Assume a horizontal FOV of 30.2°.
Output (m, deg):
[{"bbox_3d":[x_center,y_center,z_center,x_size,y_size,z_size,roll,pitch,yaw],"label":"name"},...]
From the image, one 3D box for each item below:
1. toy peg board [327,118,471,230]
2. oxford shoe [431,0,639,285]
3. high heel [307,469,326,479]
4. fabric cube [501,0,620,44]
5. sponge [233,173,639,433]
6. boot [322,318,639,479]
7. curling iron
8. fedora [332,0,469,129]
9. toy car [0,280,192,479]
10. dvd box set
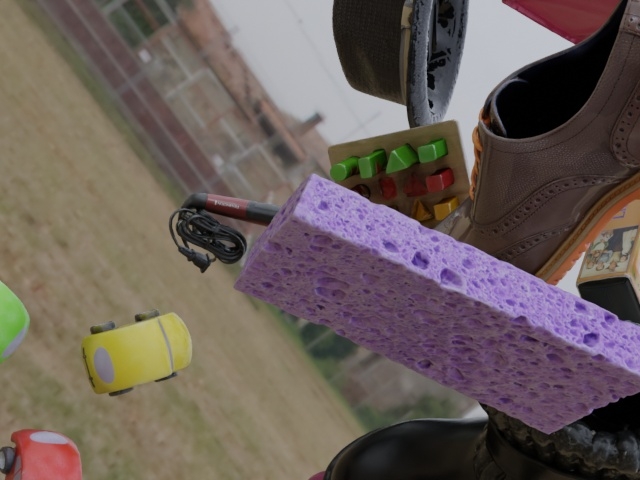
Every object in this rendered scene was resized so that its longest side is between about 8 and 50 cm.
[{"bbox_3d":[0.091,-0.043,1.367,0.079,0.161,0.161,-30,108,-67],"label":"toy peg board"},{"bbox_3d":[0.156,-0.059,0.868,0.132,0.363,0.130,28,50,-17],"label":"oxford shoe"},{"bbox_3d":[0.160,0.301,1.600,0.377,0.181,0.127,0,-38,30],"label":"high heel"},{"bbox_3d":[0.363,-0.333,1.179,0.254,0.258,0.259,3,-9,43],"label":"fabric cube"},{"bbox_3d":[0.066,0.039,0.634,0.210,0.031,0.117,26,-27,-10],"label":"sponge"},{"bbox_3d":[0.134,0.160,0.927,0.260,0.347,0.131,56,34,-53],"label":"boot"},{"bbox_3d":[0.000,0.000,1.064,0.035,0.274,0.068,-107,-156,-64],"label":"curling iron"},{"bbox_3d":[0.109,-0.316,1.660,0.152,0.334,0.334,10,-18,17],"label":"fedora"},{"bbox_3d":[-0.225,0.097,0.929,0.225,0.239,0.053,46,-30,-18],"label":"toy car"},{"bbox_3d":[0.405,0.040,1.357,0.308,0.062,0.420,62,35,-26],"label":"dvd box set"}]
